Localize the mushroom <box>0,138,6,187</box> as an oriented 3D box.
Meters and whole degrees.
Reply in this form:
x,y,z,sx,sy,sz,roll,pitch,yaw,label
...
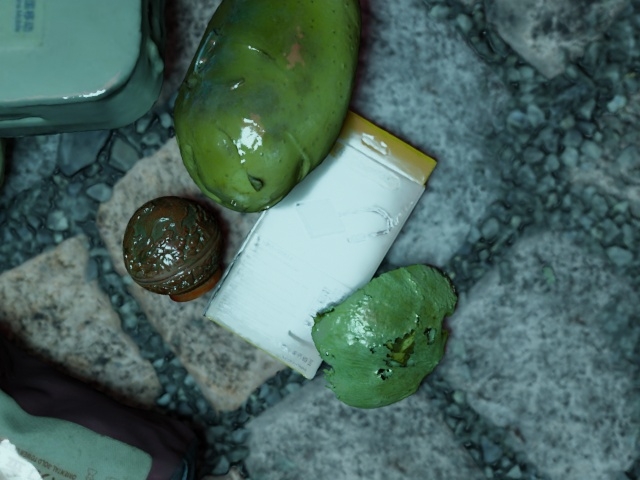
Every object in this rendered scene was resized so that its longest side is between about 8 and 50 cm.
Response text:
x,y,z,sx,sy,sz,roll,pitch,yaw,label
-0.464,-0.054,1.081,0.344,0.130,0.247,-8,66,4,mushroom

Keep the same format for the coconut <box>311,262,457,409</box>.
x,y,z,sx,sy,sz,roll,pitch,yaw,label
0.060,0.096,1.051,0.133,0.055,0.158,13,103,-24,coconut

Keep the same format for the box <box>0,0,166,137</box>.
x,y,z,sx,sy,sz,roll,pitch,yaw,label
-0.339,-0.288,1.013,0.397,0.111,0.395,-2,78,6,box

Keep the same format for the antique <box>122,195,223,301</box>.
x,y,z,sx,sy,sz,roll,pitch,yaw,label
-0.142,0.005,1.056,0.104,0.104,0.104,0,94,6,antique

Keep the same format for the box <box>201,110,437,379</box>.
x,y,z,sx,sy,sz,roll,pitch,yaw,label
0.000,0.000,1.074,0.129,0.033,0.247,32,97,4,box

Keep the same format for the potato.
x,y,z,sx,sy,sz,roll,pitch,yaw,label
-0.049,-0.148,1.002,0.169,0.143,0.248,20,88,36,potato

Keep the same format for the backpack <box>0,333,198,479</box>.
x,y,z,sx,sy,sz,roll,pitch,yaw,label
-0.293,0.269,1.047,0.283,0.197,0.317,27,101,2,backpack
